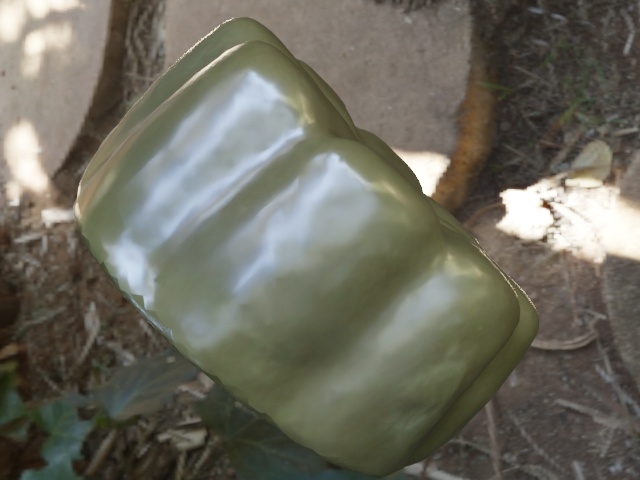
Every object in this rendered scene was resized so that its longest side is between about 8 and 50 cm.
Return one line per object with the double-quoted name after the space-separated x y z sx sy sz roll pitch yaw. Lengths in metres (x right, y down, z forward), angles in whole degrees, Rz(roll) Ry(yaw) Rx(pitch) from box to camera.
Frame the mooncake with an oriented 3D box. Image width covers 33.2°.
0.000 0.000 0.867 0.201 0.378 0.378 -49 60 9 "mooncake"
